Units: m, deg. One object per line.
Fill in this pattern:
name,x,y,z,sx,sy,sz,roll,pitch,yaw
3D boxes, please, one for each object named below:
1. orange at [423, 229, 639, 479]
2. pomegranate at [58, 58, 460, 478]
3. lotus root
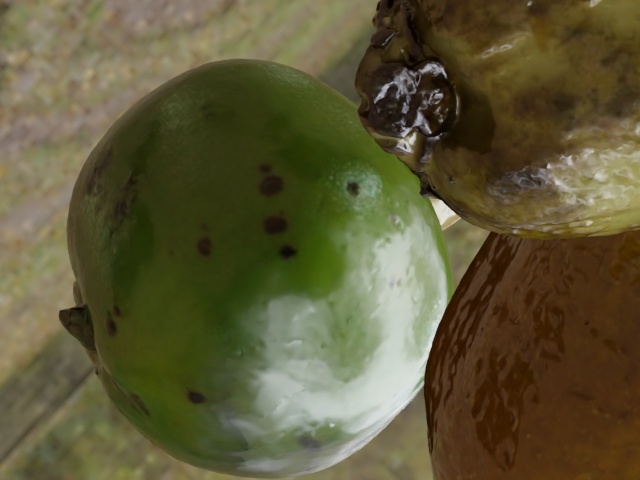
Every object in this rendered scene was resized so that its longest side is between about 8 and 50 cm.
orange,0.161,0.057,0.761,0.264,0.264,0.264,-48,179,-2
pomegranate,0.000,0.000,1.101,0.301,0.236,0.236,-26,169,-24
lotus root,0.110,-0.049,0.558,0.094,0.190,0.108,-71,158,-47
